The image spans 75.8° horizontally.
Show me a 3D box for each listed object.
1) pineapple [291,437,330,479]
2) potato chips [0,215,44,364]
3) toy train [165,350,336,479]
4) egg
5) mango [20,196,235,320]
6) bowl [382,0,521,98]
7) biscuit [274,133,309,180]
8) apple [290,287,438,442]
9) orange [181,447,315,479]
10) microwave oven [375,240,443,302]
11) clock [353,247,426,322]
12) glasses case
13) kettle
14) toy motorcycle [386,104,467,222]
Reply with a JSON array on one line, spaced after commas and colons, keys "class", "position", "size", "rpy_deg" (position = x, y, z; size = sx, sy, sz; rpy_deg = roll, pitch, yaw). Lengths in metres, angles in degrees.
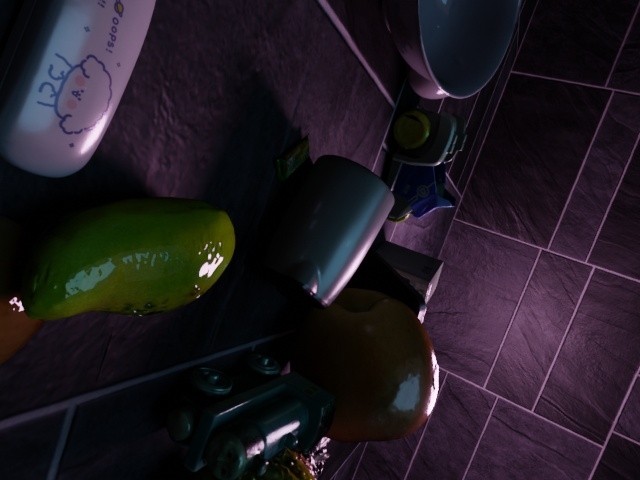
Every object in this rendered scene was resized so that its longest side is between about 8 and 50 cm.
[{"class": "pineapple", "position": [-0.057, 0.646, 1.161], "size": [0.166, 0.165, 0.364], "rpy_deg": [-68, 159, 0]}, {"class": "potato chips", "position": [-0.278, 0.046, 0.293], "size": [0.150, 0.049, 0.202], "rpy_deg": [-57, 161, -12]}, {"class": "toy train", "position": [-0.108, 0.290, 0.688], "size": [0.298, 0.194, 0.120], "rpy_deg": [13, 100, -66]}, {"class": "egg", "position": [0.287, -0.429, 0.935], "size": [0.232, 0.176, 0.176], "rpy_deg": [-55, 155, -3]}, {"class": "mango", "position": [-0.177, 0.020, 0.407], "size": [0.232, 0.111, 0.126], "rpy_deg": [-30, 130, -62]}, {"class": "bowl", "position": [0.215, -0.442, 0.744], "size": [0.345, 0.157, 0.346], "rpy_deg": [-19, 119, -38]}, {"class": "biscuit", "position": [-0.043, -0.136, 0.677], "size": [0.089, 0.016, 0.046], "rpy_deg": [-50, 151, -35]}, {"class": "apple", "position": [0.097, 0.263, 0.928], "size": [0.338, 0.337, 0.306], "rpy_deg": [1, 86, -65]}, {"class": "orange", "position": [-0.153, 0.477, 0.702], "size": [0.300, 0.223, 0.300], "rpy_deg": [-13, 152, -35]}, {"class": "microwave oven", "position": [0.263, 0.113, 1.314], "size": [0.163, 0.204, 0.129], "rpy_deg": [-35, 140, -50]}, {"class": "clock", "position": [0.166, 0.194, 1.138], "size": [0.049, 0.273, 0.279], "rpy_deg": [-9, 123, -26]}, {"class": "glasses case", "position": [-0.187, -0.144, 0.316], "size": [0.198, 0.049, 0.076], "rpy_deg": [-67, 157, -1]}, {"class": "kettle", "position": [0.000, 0.000, 0.740], "size": [0.237, 0.161, 0.221], "rpy_deg": [-61, -174, -14]}, {"class": "toy motorcycle", "position": [0.290, -0.189, 1.124], "size": [0.191, 0.199, 0.327], "rpy_deg": [-26, 131, -58]}]
